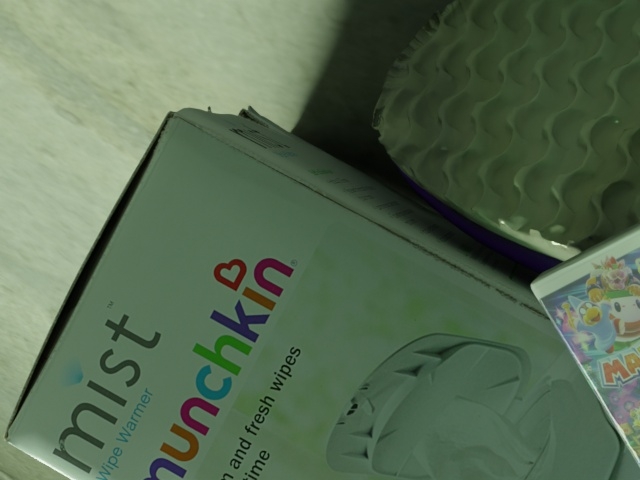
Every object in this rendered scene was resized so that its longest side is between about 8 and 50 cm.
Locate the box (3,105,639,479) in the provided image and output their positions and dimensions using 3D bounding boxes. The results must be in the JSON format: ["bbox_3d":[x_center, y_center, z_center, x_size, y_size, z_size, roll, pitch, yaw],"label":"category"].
[{"bbox_3d":[0.042,0.057,0.647,0.231,0.126,0.262,28,-175,5],"label":"box"}]

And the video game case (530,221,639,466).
[{"bbox_3d":[0.124,0.045,0.478,0.087,0.011,0.122,-30,92,32],"label":"video game case"}]

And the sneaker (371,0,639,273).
[{"bbox_3d":[0.155,0.010,0.553,0.293,0.102,0.146,18,156,28],"label":"sneaker"}]
